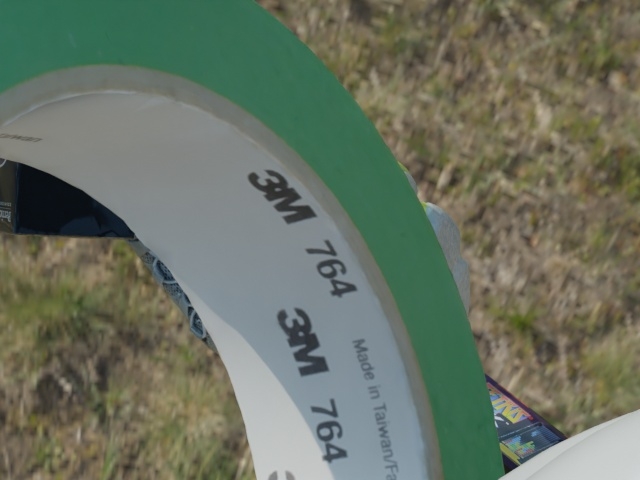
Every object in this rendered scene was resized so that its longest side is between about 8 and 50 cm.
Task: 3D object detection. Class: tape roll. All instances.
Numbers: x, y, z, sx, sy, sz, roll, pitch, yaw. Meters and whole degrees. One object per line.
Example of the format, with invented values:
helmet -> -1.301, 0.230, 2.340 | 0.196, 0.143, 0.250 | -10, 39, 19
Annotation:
tape roll -> -0.061, 0.074, 0.483 | 0.321, 0.077, 0.321 | 23, 61, -48

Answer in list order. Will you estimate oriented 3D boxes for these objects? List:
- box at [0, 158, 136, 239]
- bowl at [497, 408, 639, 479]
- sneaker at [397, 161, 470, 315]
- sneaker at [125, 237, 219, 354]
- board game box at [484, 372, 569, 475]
box -> -0.231, -0.099, 1.331 | 0.103, 0.261, 0.184 | -1, 94, -28
bowl -> 0.124, 0.136, 0.323 | 0.298, 0.134, 0.297 | -2, 59, 4
sneaker -> 0.000, 0.000, 0.957 | 0.126, 0.240, 0.091 | 5, 57, 28
sneaker -> -0.079, 0.026, 1.387 | 0.281, 0.105, 0.115 | 42, 23, -15
board game box -> 0.114, 0.182, 1.110 | 0.048, 0.170, 0.141 | -18, 38, -29
